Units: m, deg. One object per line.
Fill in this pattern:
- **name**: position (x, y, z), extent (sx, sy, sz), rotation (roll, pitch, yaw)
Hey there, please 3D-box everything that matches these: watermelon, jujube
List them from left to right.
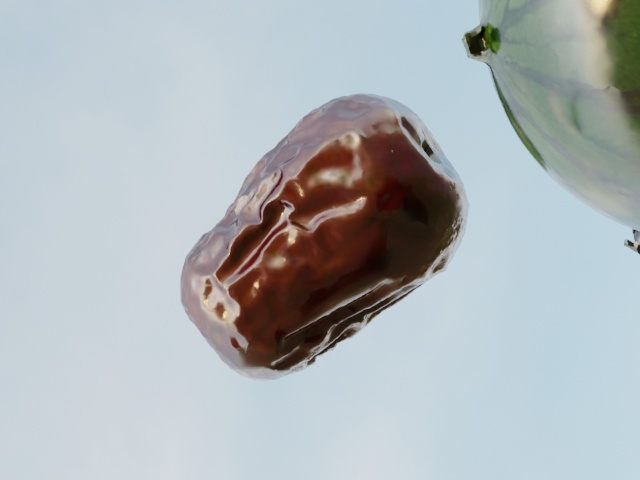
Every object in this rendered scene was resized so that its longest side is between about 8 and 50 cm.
- **jujube**: position (0.000, 0.000, 1.340), extent (0.230, 0.155, 0.155), rotation (-41, -54, 2)
- **watermelon**: position (0.194, -0.114, 0.892), extent (0.242, 0.242, 0.242), rotation (-12, -69, -34)

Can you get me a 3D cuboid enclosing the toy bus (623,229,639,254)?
- **toy bus**: position (0.265, 0.010, 1.099), extent (0.235, 0.073, 0.096), rotation (48, -129, -5)
